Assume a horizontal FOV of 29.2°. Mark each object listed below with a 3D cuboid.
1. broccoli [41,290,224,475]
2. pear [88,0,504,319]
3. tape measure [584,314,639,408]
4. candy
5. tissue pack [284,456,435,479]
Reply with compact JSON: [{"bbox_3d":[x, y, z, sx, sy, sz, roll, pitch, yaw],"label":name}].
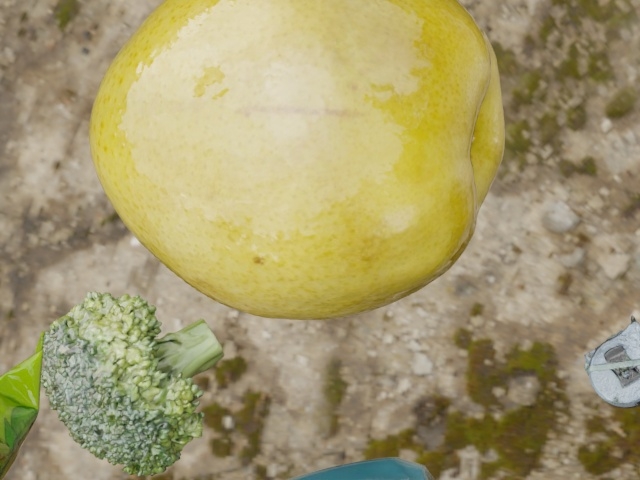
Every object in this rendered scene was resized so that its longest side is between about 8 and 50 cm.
[{"bbox_3d":[-0.281,0.196,1.777,0.260,0.235,0.288,-34,81,11],"label":"broccoli"},{"bbox_3d":[-0.011,-0.086,0.959,0.314,0.314,0.314,-6,76,26],"label":"pear"},{"bbox_3d":[0.358,0.149,1.427,0.094,0.054,0.091,-45,66,6],"label":"tape measure"},{"bbox_3d":[-0.358,0.216,1.326,0.069,0.246,0.149,31,119,-6],"label":"candy"},{"bbox_3d":[0.020,0.297,0.769,0.206,0.198,0.287,-22,59,4],"label":"tissue pack"}]
